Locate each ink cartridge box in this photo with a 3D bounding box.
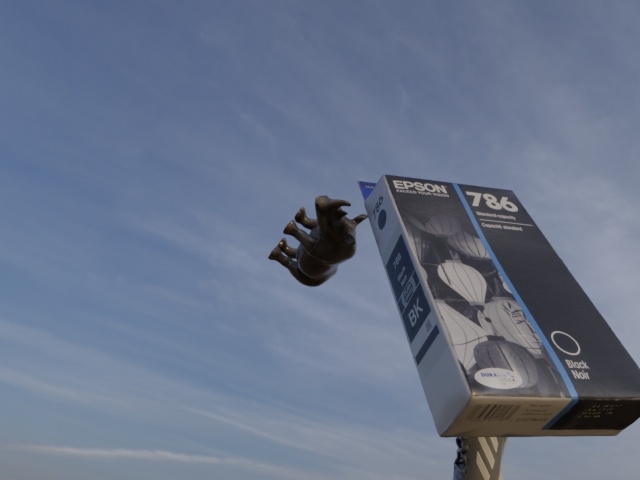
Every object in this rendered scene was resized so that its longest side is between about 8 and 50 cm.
[{"bbox_3d":[0.147,0.022,0.463,0.165,0.333,0.065,5,-51,-15],"label":"ink cartridge box"}]

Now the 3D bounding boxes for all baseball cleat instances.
[{"bbox_3d":[0.174,0.219,0.554,0.109,0.206,0.072,28,-11,-1],"label":"baseball cleat"}]

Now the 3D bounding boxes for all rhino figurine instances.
[{"bbox_3d":[0.000,0.000,0.705,0.106,0.073,0.243,35,-32,-2],"label":"rhino figurine"}]
